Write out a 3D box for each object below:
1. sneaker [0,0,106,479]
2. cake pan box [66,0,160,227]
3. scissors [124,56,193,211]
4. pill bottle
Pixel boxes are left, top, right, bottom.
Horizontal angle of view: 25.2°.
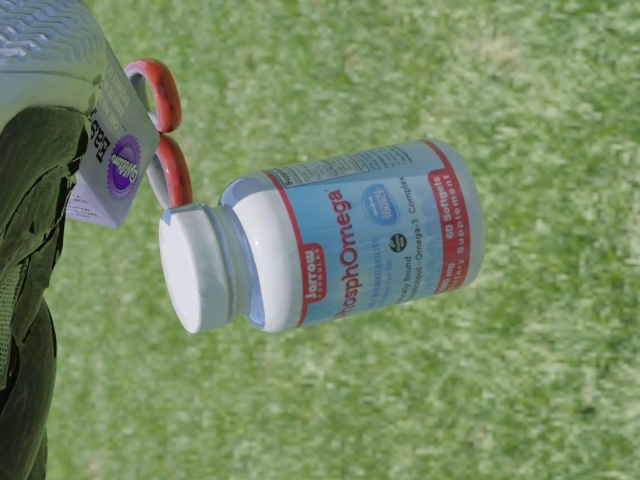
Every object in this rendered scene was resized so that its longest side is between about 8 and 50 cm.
[{"bbox_3d":[-0.132,0.048,0.330,0.268,0.101,0.153,-53,-25,-51],"label":"sneaker"},{"bbox_3d":[-0.235,-0.112,0.676,0.246,0.267,0.070,71,-145,-58],"label":"cake pan box"},{"bbox_3d":[-0.139,-0.081,1.044,0.297,0.021,0.109,-158,54,-70],"label":"scissors"},{"bbox_3d":[0.000,0.000,0.762,0.087,0.160,0.087,167,90,-71],"label":"pill bottle"}]
